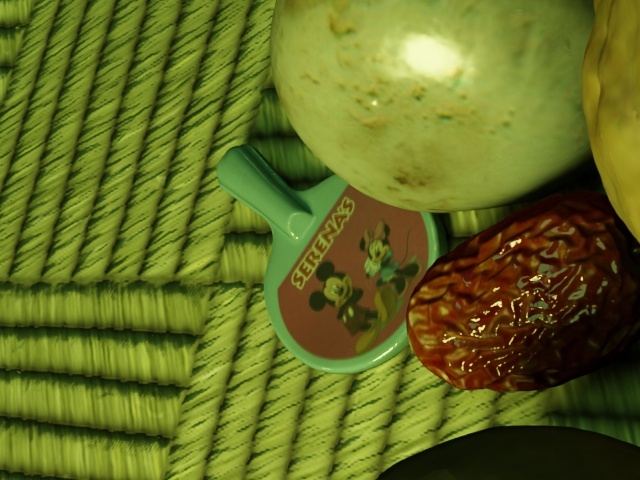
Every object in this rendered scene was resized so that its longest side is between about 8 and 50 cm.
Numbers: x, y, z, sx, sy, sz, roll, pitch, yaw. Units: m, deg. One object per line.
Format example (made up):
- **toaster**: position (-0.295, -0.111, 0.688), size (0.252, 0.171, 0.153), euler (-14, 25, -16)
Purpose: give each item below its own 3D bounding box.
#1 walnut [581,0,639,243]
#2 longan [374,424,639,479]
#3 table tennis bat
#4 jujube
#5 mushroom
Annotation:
- **walnut**: position (0.298, -0.136, 1.011), size (0.306, 0.306, 0.344), euler (1, 64, 41)
- **longan**: position (0.125, 0.222, 1.014), size (0.258, 0.258, 0.258), euler (-19, 58, 33)
- **table tennis bat**: position (0.000, 0.000, 1.377), size (0.153, 0.040, 0.244), euler (-54, 50, 7)
- **jujube**: position (0.136, 0.038, 1.194), size (0.176, 0.109, 0.112), euler (-28, 17, 38)
- **mushroom**: position (0.094, -0.144, 1.253), size (0.243, 0.243, 0.243), euler (-19, 58, 33)
